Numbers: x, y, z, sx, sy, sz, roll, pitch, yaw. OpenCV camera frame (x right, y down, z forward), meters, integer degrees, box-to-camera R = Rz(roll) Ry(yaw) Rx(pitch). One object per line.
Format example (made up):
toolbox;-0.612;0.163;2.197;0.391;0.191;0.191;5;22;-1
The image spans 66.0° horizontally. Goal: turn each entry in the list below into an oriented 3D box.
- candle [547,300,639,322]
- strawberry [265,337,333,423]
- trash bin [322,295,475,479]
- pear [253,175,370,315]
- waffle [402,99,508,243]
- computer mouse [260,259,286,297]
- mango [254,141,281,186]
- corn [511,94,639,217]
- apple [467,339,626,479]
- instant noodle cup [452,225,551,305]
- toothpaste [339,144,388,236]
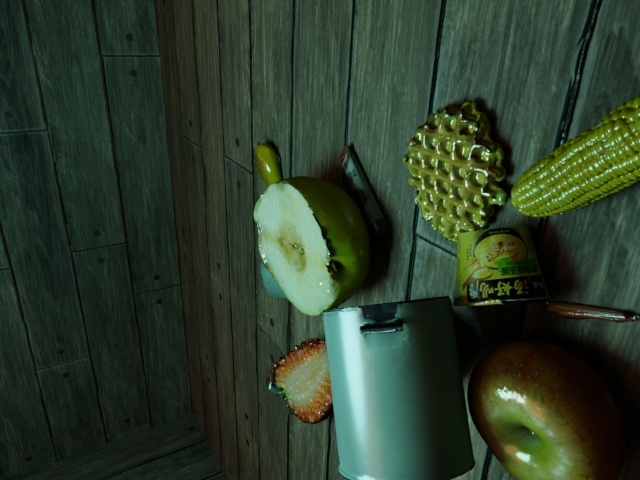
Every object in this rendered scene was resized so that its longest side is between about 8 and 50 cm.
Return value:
candle;0.412;0.109;0.724;0.167;0.021;0.026;-1;78;61
strawberry;-0.005;0.411;1.500;0.306;0.137;0.233;-44;80;29
trash bin;0.123;0.233;0.809;0.277;0.217;0.263;29;-126;-75
pear;0.000;0.000;1.235;0.386;0.191;0.340;29;129;53
waffle;0.243;-0.120;0.912;0.238;0.058;0.243;65;151;16
computer mouse;-0.123;0.108;1.594;0.288;0.097;0.160;-12;88;62
mango;-0.165;-0.230;1.578;0.101;0.066;0.187;-11;99;62
corn;0.369;-0.104;0.639;0.313;0.102;0.102;-43;63;58
apple;0.346;0.264;0.753;0.210;0.173;0.235;-33;80;51
instant noodle cup;0.289;0.044;0.807;0.151;0.151;0.122;-18;73;61
toothpaste;0.099;-0.119;1.175;0.062;0.039;0.239;117;136;-58
